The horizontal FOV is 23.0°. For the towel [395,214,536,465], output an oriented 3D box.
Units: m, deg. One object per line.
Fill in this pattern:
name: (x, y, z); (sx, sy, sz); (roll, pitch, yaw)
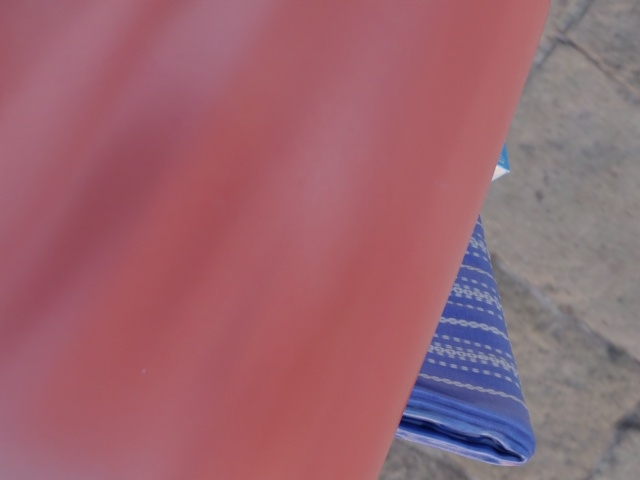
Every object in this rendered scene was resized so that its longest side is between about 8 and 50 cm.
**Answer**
towel: (0.000, 0.000, 0.940); (0.243, 0.336, 0.040); (18, 117, -11)

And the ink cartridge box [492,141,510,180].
ink cartridge box: (0.055, -0.068, 0.704); (0.048, 0.083, 0.028); (23, 140, -38)

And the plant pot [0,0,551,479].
plant pot: (-0.065, -0.028, 0.524); (0.275, 0.275, 0.243); (37, 77, -27)
